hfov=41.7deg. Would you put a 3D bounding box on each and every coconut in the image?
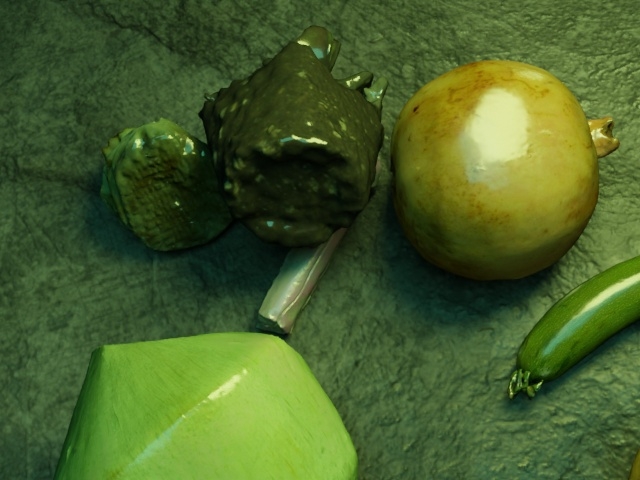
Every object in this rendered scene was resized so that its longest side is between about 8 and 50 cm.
[{"bbox_3d":[-0.130,0.235,0.878,0.328,0.281,0.328,4,106,13],"label":"coconut"}]

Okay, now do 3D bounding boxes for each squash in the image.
[{"bbox_3d":[0.338,0.076,0.977,0.318,0.080,0.071,-30,30,-4],"label":"squash"}]

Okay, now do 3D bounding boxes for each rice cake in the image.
[{"bbox_3d":[0.000,0.000,1.068,0.055,0.049,0.270,28,76,17],"label":"rice cake"}]

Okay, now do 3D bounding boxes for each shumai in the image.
[{"bbox_3d":[-0.198,-0.083,1.111,0.184,0.184,0.142,-20,37,1],"label":"shumai"}]

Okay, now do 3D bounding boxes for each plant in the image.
[{"bbox_3d":[-0.031,-0.138,1.021,0.199,0.188,0.276,-31,34,26],"label":"plant"}]

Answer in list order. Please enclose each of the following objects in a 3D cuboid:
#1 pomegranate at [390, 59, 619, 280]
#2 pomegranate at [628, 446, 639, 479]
[{"bbox_3d":[0.215,-0.086,0.973,0.270,0.229,0.252,-9,69,-1],"label":"pomegranate"},{"bbox_3d":[0.431,0.288,0.783,0.307,0.307,0.307,-3,69,8],"label":"pomegranate"}]
